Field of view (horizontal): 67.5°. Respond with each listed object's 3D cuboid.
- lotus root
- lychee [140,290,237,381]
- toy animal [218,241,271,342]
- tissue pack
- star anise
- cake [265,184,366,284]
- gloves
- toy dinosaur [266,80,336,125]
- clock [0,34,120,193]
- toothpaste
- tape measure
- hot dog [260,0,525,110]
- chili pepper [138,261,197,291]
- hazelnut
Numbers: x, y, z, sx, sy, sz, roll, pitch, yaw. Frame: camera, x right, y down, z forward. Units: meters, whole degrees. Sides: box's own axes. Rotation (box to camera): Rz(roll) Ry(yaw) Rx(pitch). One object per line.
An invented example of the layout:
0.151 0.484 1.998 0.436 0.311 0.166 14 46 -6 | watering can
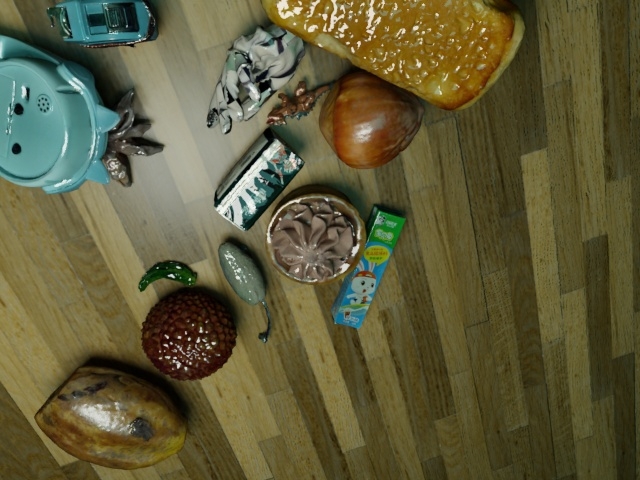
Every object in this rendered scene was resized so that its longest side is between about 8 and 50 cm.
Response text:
-0.404 0.355 0.981 0.291 0.193 0.193 34 102 -20 | lotus root
-0.256 0.194 0.943 0.188 0.188 0.188 -3 112 -8 | lychee
-0.139 0.110 0.982 0.070 0.079 0.253 -25 115 -6 | toy animal
-0.116 -0.113 0.883 0.090 0.103 0.170 39 101 -25 | tissue pack
-0.383 -0.175 0.834 0.182 0.065 0.195 -19 122 4 | star anise
0.000 0.000 0.911 0.207 0.178 0.185 7 109 -16 | cake
-0.122 -0.277 0.814 0.212 0.127 0.111 -36 104 1 | gloves
-0.033 -0.251 0.869 0.154 0.049 0.055 -30 148 -10 | toy dinosaur
-0.447 -0.186 0.752 0.274 0.094 0.224 20 108 12 | clock
0.097 0.059 1.017 0.065 0.050 0.267 17 107 -13 | toothpaste
-0.322 -0.341 0.745 0.146 0.125 0.081 -2 110 4 | tape measure
0.106 -0.376 0.754 0.405 0.223 0.185 20 127 -18 | hot dog
-0.309 0.070 0.961 0.117 0.035 0.056 -7 96 -11 | chili pepper
0.087 -0.218 0.846 0.182 0.182 0.182 -3 112 -8 | hazelnut
